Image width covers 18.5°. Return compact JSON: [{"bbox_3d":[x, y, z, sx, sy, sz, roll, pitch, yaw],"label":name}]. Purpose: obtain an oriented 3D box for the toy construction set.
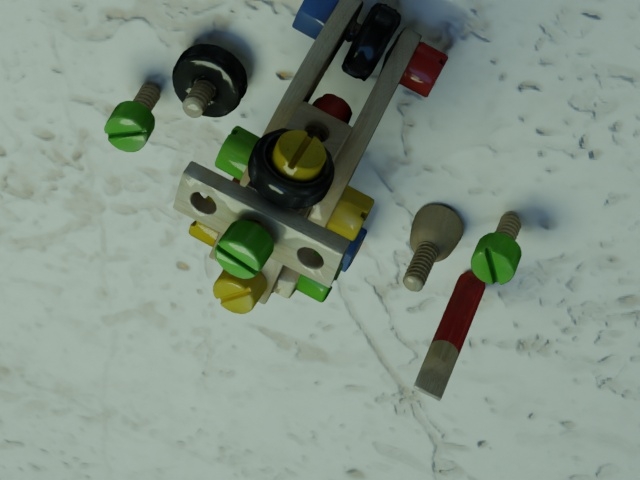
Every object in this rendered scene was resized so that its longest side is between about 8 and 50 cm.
[{"bbox_3d":[0.000,0.000,1.430,0.309,0.237,0.257,44,130,-16],"label":"toy construction set"}]
